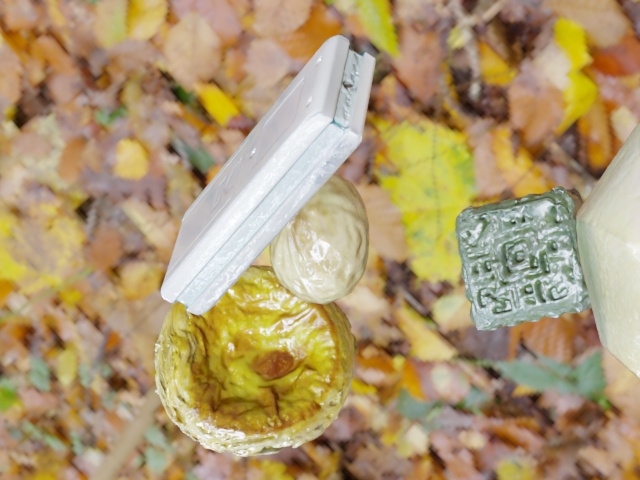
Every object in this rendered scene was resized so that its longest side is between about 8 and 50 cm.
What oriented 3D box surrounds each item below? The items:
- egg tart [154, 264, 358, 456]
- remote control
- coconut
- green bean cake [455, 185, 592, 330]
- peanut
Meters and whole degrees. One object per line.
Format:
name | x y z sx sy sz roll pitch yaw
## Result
egg tart | -0.091 0.173 1.879 0.295 0.295 0.116 39 154 16
remote control | -0.046 -0.049 1.163 0.055 0.103 0.277 28 134 -17
coconut | 0.334 0.016 1.136 0.259 0.259 0.259 38 157 19
green bean cake | 0.274 0.026 1.818 0.181 0.094 0.173 -11 86 22
peanut | 0.000 0.000 1.545 0.109 0.141 0.159 11 156 -8
